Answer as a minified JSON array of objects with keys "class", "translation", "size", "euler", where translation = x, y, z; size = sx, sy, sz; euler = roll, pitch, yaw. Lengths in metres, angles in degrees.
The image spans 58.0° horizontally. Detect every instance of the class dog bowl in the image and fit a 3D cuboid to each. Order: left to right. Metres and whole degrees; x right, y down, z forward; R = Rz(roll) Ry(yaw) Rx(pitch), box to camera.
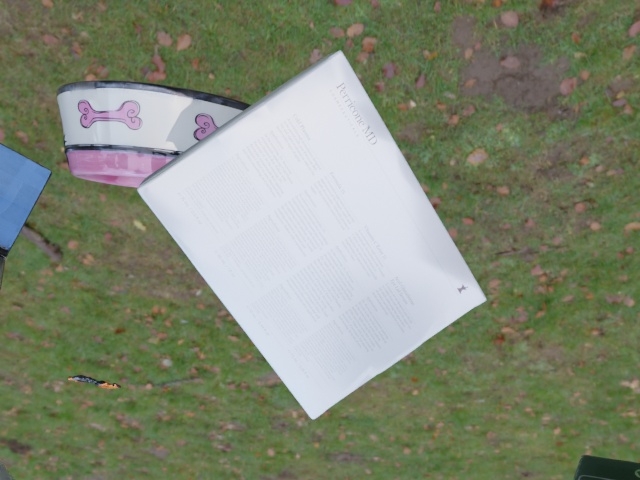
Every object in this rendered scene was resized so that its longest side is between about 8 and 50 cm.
[{"class":"dog bowl","translation":[-0.288,-0.175,1.100],"size":[0.407,0.151,0.408],"euler":[5,179,0]}]

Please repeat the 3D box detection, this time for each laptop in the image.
[{"class":"laptop","translation":[-0.785,-0.122,1.183],"size":[0.382,0.236,0.408],"euler":[32,176,-29]}]

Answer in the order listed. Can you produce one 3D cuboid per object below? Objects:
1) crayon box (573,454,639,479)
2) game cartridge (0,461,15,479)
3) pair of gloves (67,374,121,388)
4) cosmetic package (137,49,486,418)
[{"class":"crayon box","translation":[0.266,0.391,0.505],"size":[0.083,0.203,0.323],"euler":[-4,103,36]},{"class":"game cartridge","translation":[-0.255,0.162,0.358],"size":[0.196,0.060,0.294],"euler":[30,152,23]},{"class":"pair of gloves","translation":[-0.429,0.268,1.097],"size":[0.074,0.010,0.083],"euler":[-12,148,40]},{"class":"cosmetic package","translation":[0.000,0.000,0.746],"size":[0.284,0.097,0.377],"euler":[-33,107,1]}]
